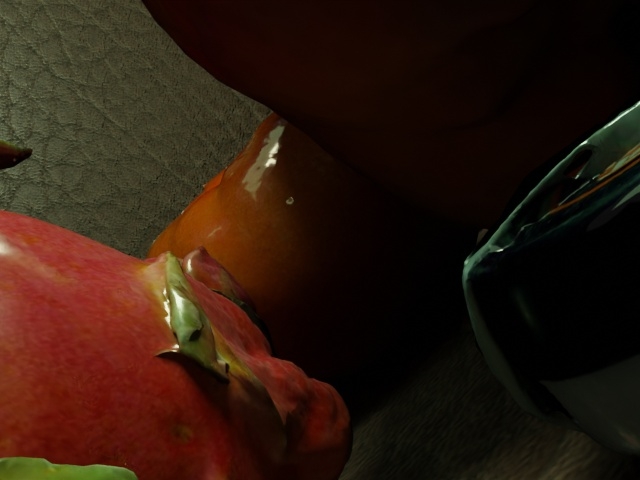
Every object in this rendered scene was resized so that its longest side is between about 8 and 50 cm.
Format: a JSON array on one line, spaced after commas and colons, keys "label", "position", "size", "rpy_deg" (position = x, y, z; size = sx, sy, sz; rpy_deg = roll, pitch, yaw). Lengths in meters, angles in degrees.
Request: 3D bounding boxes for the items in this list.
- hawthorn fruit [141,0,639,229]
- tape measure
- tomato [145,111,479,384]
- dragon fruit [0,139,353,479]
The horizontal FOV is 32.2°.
[{"label": "hawthorn fruit", "position": [0.107, -0.247, 0.583], "size": [0.472, 0.472, 0.472], "rpy_deg": [-41, 7, 6]}, {"label": "tape measure", "position": [0.137, -0.008, 0.376], "size": [0.182, 0.107, 0.181], "rpy_deg": [-37, 5, 38]}, {"label": "tomato", "position": [-0.002, 0.002, 0.793], "size": [0.260, 0.180, 0.260], "rpy_deg": [-39, 5, 4]}, {"label": "dragon fruit", "position": [-0.127, 0.087, 0.469], "size": [0.226, 0.305, 0.305], "rpy_deg": [-46, 7, -4]}]
